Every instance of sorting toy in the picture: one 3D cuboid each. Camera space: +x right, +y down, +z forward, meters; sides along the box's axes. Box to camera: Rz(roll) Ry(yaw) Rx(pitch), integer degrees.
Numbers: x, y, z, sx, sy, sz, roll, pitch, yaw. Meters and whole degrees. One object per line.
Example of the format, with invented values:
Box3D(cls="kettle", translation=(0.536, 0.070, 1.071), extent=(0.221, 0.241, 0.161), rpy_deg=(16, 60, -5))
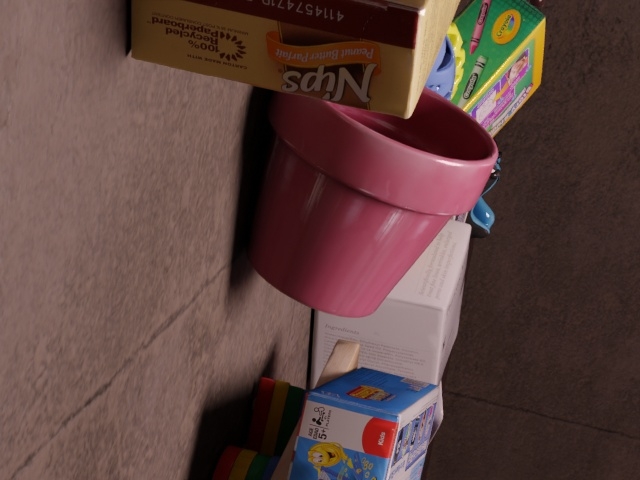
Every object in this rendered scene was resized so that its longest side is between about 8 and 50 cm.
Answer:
Box3D(cls="sorting toy", translation=(-0.047, 0.260, 1.705), extent=(0.257, 0.089, 0.255), rpy_deg=(-61, 161, -56))

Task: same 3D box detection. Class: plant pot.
Box3D(cls="plant pot", translation=(0.028, -0.042, 1.498), extent=(0.180, 0.201, 0.201), rpy_deg=(-64, 176, 21))

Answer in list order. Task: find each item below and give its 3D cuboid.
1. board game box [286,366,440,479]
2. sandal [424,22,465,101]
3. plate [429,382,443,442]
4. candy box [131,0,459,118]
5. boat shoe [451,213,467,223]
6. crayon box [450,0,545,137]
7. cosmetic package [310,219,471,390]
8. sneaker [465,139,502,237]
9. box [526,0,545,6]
Box3D(cls="board game box", translation=(0.022, 0.283, 1.608), extent=(0.308, 0.086, 0.302), rpy_deg=(3, 100, -80))
Box3D(cls="sandal", translation=(0.067, -0.213, 1.685), extent=(0.317, 0.126, 0.138), rpy_deg=(81, 27, -46))
Box3D(cls="plate", translation=(0.121, 0.157, 2.415), extent=(0.278, 0.045, 0.277), rpy_deg=(106, -18, -67))
Box3D(cls="candy box", translation=(0.013, -0.216, 1.142), extent=(0.316, 0.183, 0.087), rpy_deg=(-66, 166, -48))
Box3D(cls="boat shoe", translation=(0.125, -0.053, 2.176), extent=(0.158, 0.127, 0.340), rpy_deg=(-43, 143, -58))
Box3D(cls="crayon box", translation=(0.132, -0.135, 1.904), extent=(0.278, 0.081, 0.165), rpy_deg=(-48, 163, -12))
Box3D(cls="cosmetic package", translation=(0.081, 0.079, 2.007), extent=(0.151, 0.151, 0.183), rpy_deg=(-68, 167, -46))
Box3D(cls="sneaker", translation=(0.190, -0.146, 2.374), extent=(0.125, 0.140, 0.341), rpy_deg=(-64, 163, -45))
Box3D(cls="box", translation=(0.193, -0.377, 2.000), extent=(0.203, 0.167, 0.168), rpy_deg=(-9, 112, -80))
